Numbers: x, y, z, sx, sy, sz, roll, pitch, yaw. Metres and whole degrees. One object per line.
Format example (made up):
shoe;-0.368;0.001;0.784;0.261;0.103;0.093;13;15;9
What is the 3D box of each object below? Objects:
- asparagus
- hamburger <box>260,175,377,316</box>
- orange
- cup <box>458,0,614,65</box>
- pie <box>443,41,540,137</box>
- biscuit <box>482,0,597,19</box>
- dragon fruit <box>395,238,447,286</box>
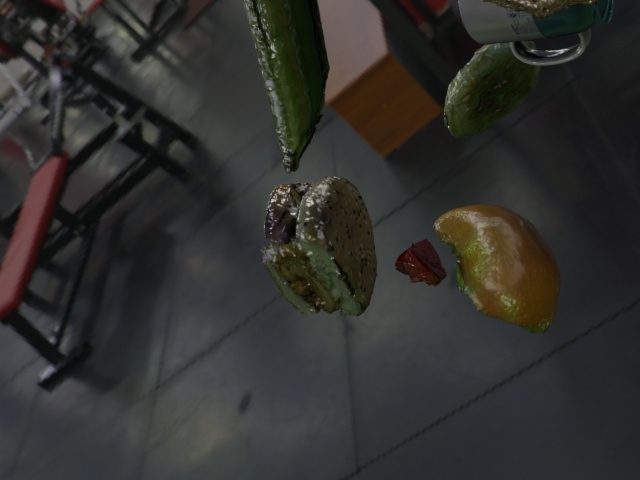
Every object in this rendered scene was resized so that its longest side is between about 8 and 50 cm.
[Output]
asparagus;-0.044;-0.296;1.453;0.108;0.381;0.128;19;41;42
hamburger;0.000;0.000;2.007;0.195;0.318;0.276;-7;51;24
orange;0.384;0.049;1.939;0.196;0.263;0.334;-50;38;35
cup;0.421;-0.470;1.757;0.258;0.289;0.219;3;45;34
pie;0.404;-0.357;2.134;0.306;0.306;0.071;-46;58;4
biscuit;0.296;-0.358;1.237;0.237;0.026;0.131;24;68;23
dragon fruit;0.222;0.065;2.037;0.083;0.106;0.162;-42;-7;18
